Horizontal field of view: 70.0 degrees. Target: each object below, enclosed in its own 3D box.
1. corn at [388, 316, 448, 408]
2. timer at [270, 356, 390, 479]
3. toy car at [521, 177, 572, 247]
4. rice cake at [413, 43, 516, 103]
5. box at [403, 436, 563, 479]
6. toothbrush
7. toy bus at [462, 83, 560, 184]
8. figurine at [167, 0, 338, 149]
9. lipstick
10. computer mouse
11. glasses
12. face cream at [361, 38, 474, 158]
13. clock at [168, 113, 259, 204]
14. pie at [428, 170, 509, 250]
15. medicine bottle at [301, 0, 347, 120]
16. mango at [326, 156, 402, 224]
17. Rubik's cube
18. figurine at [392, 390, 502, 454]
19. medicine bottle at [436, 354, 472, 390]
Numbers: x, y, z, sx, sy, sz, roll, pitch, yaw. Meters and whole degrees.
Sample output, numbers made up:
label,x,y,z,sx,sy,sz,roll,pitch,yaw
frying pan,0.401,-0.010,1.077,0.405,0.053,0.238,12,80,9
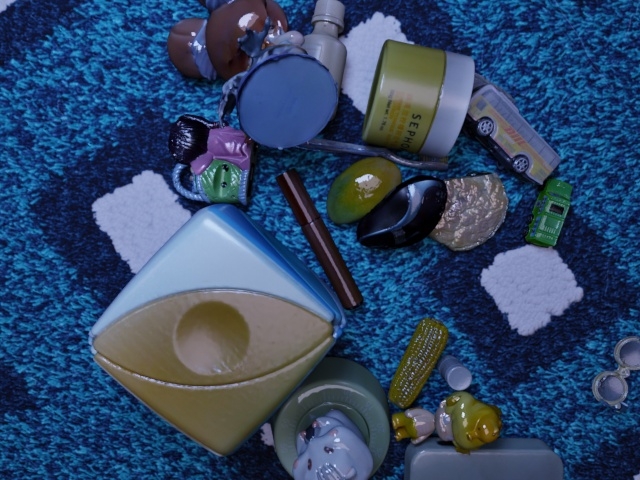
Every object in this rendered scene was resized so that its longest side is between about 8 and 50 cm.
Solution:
label,x,y,z,sx,sy,sz,roll,pitch,yaw
corn,0.231,0.291,1.082,0.080,0.080,0.230,25,92,-3
timer,0.024,0.431,0.968,0.291,0.315,0.290,0,93,-1
toy car,0.541,-0.065,1.077,0.071,0.062,0.164,19,93,-2
rice cake,0.327,-0.376,1.060,0.270,0.049,0.055,26,129,-3
box,0.385,0.667,1.105,0.368,0.090,0.372,2,94,-1
toothbrush,0.098,-0.210,1.073,0.414,0.035,0.042,8,73,-2
toy bus,0.418,-0.237,1.034,0.268,0.092,0.106,40,94,-13
figurine,-0.149,-0.370,0.915,0.248,0.387,0.276,12,130,-36
lipstick,0.000,0.000,1.071,0.057,0.057,0.356,-29,94,0
computer mouse,0.186,-0.044,1.007,0.137,0.096,0.233,17,132,-38
glasses,0.696,0.299,1.048,0.088,0.221,0.189,34,94,36
face cream,0.199,-0.299,0.977,0.180,0.218,0.217,12,93,-1
clock,-0.247,-0.181,1.033,0.196,0.100,0.193,11,95,-1
pie,0.334,-0.067,1.078,0.219,0.052,0.184,-8,93,-2
medicine bottle,0.000,-0.401,1.018,0.114,0.114,0.251,11,93,-2
mango,0.096,-0.112,1.054,0.130,0.092,0.195,44,101,-8
Rubik's cube,-0.184,0.153,0.928,0.347,0.351,0.352,41,94,-3
figurine,0.290,0.417,1.047,0.247,0.131,0.156,-8,106,15
medicine bottle,0.314,0.310,1.079,0.058,0.091,0.058,0,93,-1
